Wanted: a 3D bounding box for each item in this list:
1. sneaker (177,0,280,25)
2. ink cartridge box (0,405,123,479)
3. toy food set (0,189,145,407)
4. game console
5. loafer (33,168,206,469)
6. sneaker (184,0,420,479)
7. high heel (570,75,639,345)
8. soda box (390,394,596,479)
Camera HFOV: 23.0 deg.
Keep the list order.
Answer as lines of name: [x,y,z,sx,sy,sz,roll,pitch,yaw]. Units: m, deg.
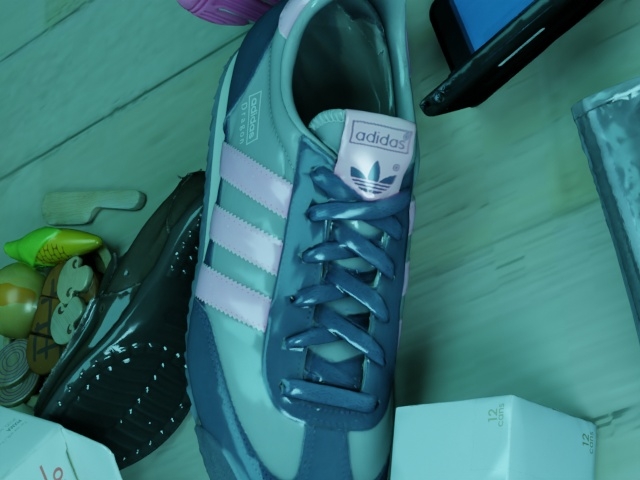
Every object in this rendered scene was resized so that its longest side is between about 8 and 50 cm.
sneaker: [0.002,-0.235,0.952,0.252,0.103,0.111,-42,43,17]
ink cartridge box: [-0.199,0.160,0.939,0.198,0.115,0.067,10,38,36]
toy food set: [-0.186,0.051,1.058,0.132,0.038,0.192,-3,71,46]
game console: [0.097,-0.130,0.818,0.122,0.107,0.071,-41,80,28]
loafer: [-0.103,0.050,0.954,0.220,0.080,0.078,-52,32,13]
sneaker: [0.000,0.000,0.810,0.131,0.112,0.319,137,135,-54]
high heel: [0.244,-0.009,0.628,0.261,0.093,0.186,-20,81,26]
soda box: [0.073,0.183,0.708,0.074,0.069,0.216,-13,65,43]
